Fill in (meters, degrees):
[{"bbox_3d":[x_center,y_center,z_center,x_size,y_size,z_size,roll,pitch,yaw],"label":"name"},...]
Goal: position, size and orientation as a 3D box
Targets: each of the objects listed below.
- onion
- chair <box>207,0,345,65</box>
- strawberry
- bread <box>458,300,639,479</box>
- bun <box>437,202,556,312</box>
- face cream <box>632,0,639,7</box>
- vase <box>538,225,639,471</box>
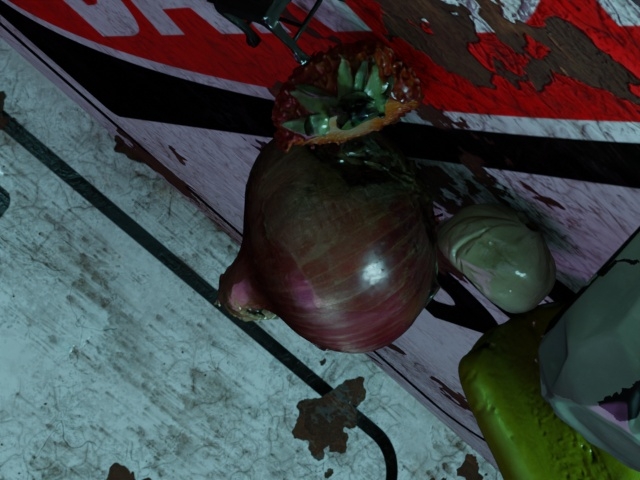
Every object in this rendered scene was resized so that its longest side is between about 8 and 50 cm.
[{"bbox_3d":[0.030,-0.012,2.024,0.353,0.353,0.353,36,169,8],"label":"onion"},{"bbox_3d":[-0.079,-0.319,1.623,0.106,0.113,0.229,24,167,42],"label":"chair"},{"bbox_3d":[0.029,-0.182,1.748,0.286,0.188,0.106,-14,-94,-85],"label":"strawberry"},{"bbox_3d":[0.370,0.271,2.059,0.208,0.251,0.376,21,-138,-63],"label":"bread"},{"bbox_3d":[0.249,0.011,1.937,0.173,0.113,0.166,21,-154,-50],"label":"bun"},{"bbox_3d":[0.207,-0.258,1.058,0.291,0.071,0.144,38,169,-4],"label":"face cream"},{"bbox_3d":[0.309,-0.001,1.044,0.165,0.360,0.165,35,169,8],"label":"vase"}]
